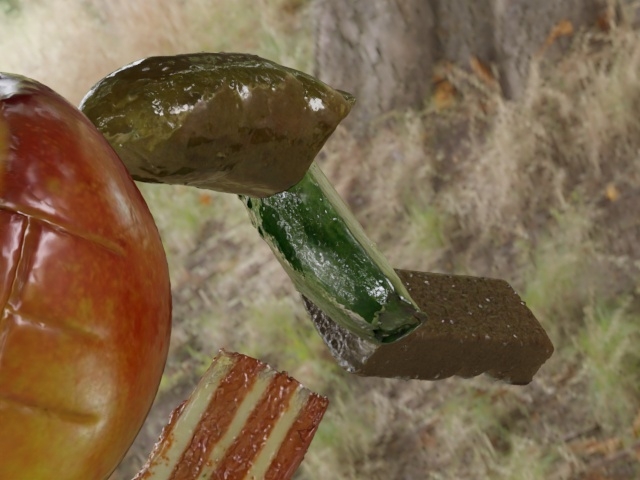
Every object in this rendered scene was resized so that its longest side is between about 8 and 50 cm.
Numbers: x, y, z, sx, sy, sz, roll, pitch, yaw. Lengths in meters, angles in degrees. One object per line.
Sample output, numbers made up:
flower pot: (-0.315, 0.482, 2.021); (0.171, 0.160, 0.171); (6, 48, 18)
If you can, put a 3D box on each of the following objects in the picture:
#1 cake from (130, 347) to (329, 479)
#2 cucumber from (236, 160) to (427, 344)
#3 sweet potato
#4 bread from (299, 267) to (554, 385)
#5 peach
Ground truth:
cake: (-0.122, 0.263, 1.492); (0.262, 0.158, 0.159); (-62, -3, 20)
cucumber: (-0.003, 0.001, 1.726); (0.145, 0.105, 0.325); (-46, 63, 19)
sweet potato: (-0.122, -0.125, 1.440); (0.158, 0.370, 0.157); (-4, 84, 44)
bread: (0.162, 0.128, 2.046); (0.113, 0.417, 0.165); (-54, 51, 25)
peach: (-0.203, 0.039, 0.819); (0.249, 0.245, 0.274); (27, 94, 21)
